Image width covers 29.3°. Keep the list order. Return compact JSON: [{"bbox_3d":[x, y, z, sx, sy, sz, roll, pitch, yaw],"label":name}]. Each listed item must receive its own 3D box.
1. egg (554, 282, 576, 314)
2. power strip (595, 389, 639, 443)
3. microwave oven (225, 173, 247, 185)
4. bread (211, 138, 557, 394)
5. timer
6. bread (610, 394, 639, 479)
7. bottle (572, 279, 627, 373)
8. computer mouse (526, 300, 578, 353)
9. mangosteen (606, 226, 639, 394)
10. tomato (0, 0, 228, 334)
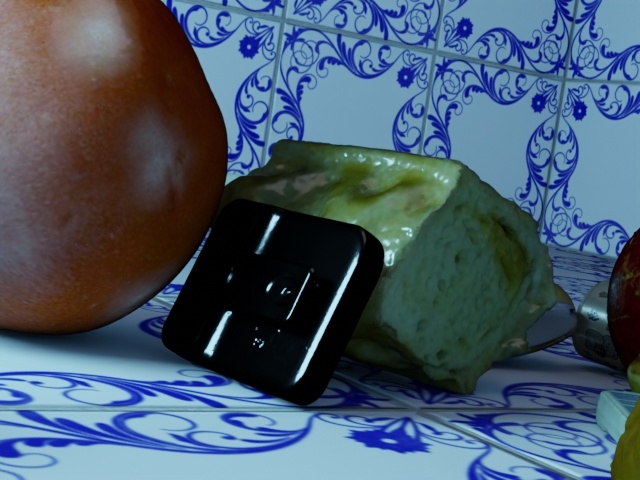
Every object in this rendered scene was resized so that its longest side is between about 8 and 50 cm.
[{"bbox_3d":[0.258,0.083,1.456,0.096,0.080,0.080,3,6,-24],"label":"egg"},{"bbox_3d":[0.248,0.145,0.947,0.047,0.030,0.191,8,4,2],"label":"power strip"},{"bbox_3d":[0.000,0.000,1.535,0.194,0.145,0.240,2,-3,42],"label":"microwave oven"},{"bbox_3d":[0.045,0.019,1.112,0.252,0.196,0.238,14,-10,47],"label":"bread"},{"bbox_3d":[-0.044,0.041,0.971,0.187,0.144,0.055,13,-18,49],"label":"timer"},{"bbox_3d":[0.229,0.166,0.753,0.074,0.084,0.139,9,35,-1],"label":"bread"},{"bbox_3d":[0.353,0.107,1.298,0.152,0.099,0.099,20,11,38],"label":"bottle"},{"bbox_3d":[0.152,0.090,1.277,0.245,0.056,0.126,-3,10,-28],"label":"computer mouse"},{"bbox_3d":[0.356,0.078,1.090,0.215,0.215,0.257,10,40,18],"label":"mangosteen"},{"bbox_3d":[-0.242,-0.069,1.047,0.321,0.322,0.321,8,4,-1],"label":"tomato"}]
